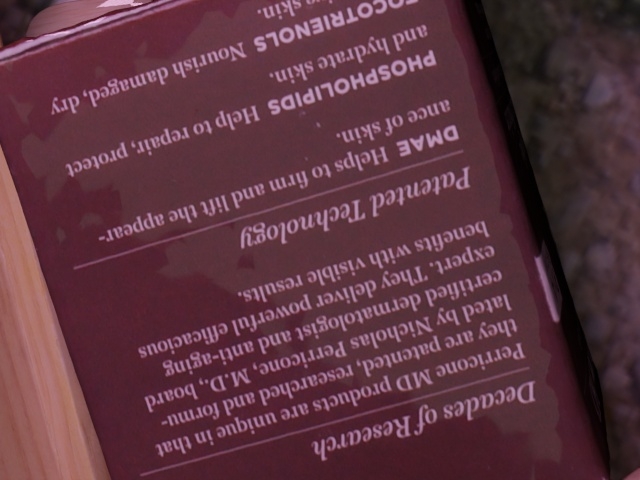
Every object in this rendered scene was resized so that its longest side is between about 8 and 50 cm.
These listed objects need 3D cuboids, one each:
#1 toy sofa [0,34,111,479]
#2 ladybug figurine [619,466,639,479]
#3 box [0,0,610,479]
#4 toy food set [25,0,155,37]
[{"bbox_3d":[-0.194,0.039,0.667,0.177,0.150,0.362,-14,91,42],"label":"toy sofa"},{"bbox_3d":[0.169,0.274,0.575,0.162,0.305,0.449,-2,101,54],"label":"ladybug figurine"},{"bbox_3d":[0.000,0.000,0.615,0.167,0.168,0.203,-17,95,10],"label":"box"},{"bbox_3d":[-0.078,-0.185,0.672,0.128,0.071,0.218,1,94,10],"label":"toy food set"}]
